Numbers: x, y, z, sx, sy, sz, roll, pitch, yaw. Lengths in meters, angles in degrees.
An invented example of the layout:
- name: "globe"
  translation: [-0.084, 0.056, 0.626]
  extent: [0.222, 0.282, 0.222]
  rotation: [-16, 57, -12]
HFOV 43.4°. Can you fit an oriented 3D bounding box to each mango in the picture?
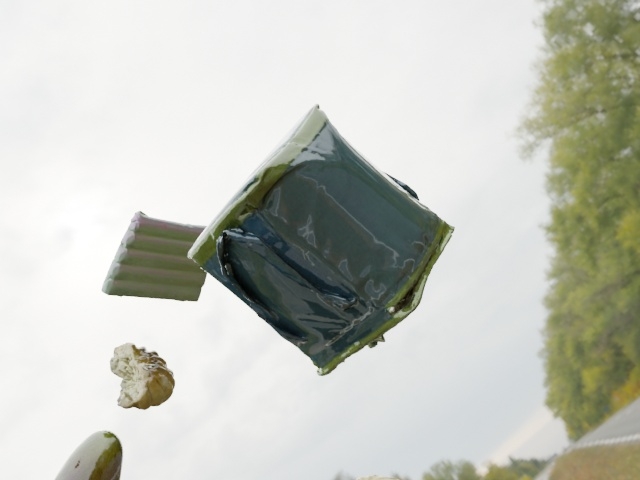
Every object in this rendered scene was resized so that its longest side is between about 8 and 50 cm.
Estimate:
- name: "mango"
  translation: [-0.386, 0.430, 1.289]
  extent: [0.111, 0.267, 0.133]
  rotation: [23, -34, -23]

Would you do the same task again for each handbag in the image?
- name: "handbag"
  translation: [0.000, 0.000, 1.010]
  extent: [0.263, 0.241, 0.222]
  rotation: [-42, 9, 46]

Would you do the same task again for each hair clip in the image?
- name: "hair clip"
  translation: [0.075, 0.181, 1.541]
  extent: [0.049, 0.049, 0.173]
  rotation: [-45, -27, 12]

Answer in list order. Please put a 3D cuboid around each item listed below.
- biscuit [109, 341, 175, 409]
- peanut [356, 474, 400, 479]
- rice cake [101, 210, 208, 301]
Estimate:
- name: "biscuit"
  translation: [-0.327, 0.244, 1.496]
  extent: [0.118, 0.183, 0.061]
  rotation: [8, -70, -28]
- name: "peanut"
  translation: [0.127, 0.405, 1.168]
  extent: [0.093, 0.194, 0.083]
  rotation: [-65, -7, 21]
- name: "rice cake"
  translation: [-0.308, 0.038, 1.593]
  extent: [0.198, 0.037, 0.189]
  rotation: [17, -78, -35]
